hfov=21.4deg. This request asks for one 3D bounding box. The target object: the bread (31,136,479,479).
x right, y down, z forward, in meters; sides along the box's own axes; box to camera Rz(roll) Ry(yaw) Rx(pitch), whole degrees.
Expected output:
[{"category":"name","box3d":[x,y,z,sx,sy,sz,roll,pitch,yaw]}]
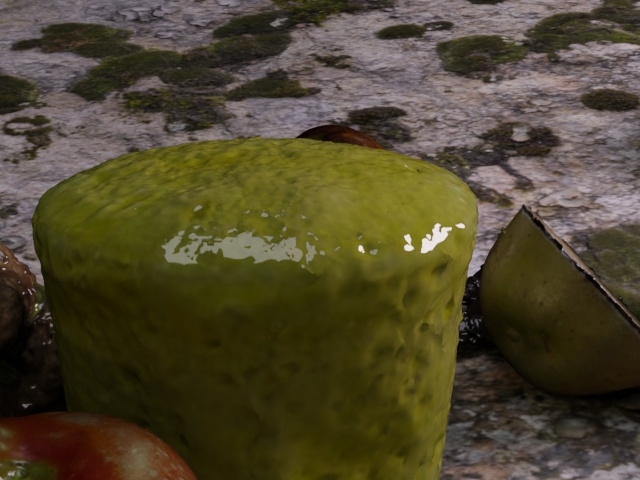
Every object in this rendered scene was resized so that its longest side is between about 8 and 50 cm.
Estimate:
[{"category":"bread","box3d":[-0.042,0.078,1.353,0.348,0.308,0.348,-5,18,2]}]

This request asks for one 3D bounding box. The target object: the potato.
[{"category":"potato","box3d":[0.216,0.075,1.527,0.117,0.202,0.182,-43,-8,5]}]

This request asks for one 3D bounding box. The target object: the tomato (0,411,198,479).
[{"category":"tomato","box3d":[-0.202,0.242,1.132,0.270,0.223,0.270,1,15,0]}]

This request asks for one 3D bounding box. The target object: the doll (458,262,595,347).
[{"category":"doll","box3d":[0.186,0.060,1.653,0.165,0.057,0.139,-19,30,-17]}]

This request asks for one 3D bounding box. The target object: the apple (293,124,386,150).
[{"category":"apple","box3d":[0.000,0.000,1.631,0.229,0.230,0.230,-4,25,2]}]

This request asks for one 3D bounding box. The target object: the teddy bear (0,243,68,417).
[{"category":"teddy bear","box3d":[-0.326,0.110,1.493,0.296,0.246,0.222,-32,79,-35]}]
